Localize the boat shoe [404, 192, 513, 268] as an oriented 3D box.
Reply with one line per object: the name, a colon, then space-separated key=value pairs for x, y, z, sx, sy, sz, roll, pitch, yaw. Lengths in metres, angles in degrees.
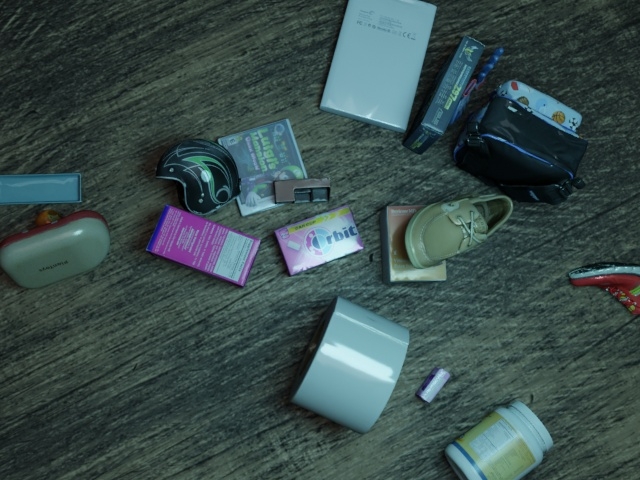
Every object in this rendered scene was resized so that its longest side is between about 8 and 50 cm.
boat shoe: x=0.302 y=-0.037 z=1.466 sx=0.341 sy=0.110 sz=0.122 roll=-30 pitch=106 yaw=-45

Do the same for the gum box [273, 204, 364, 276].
gum box: x=0.000 y=0.000 z=1.545 sx=0.188 sy=0.062 sz=0.107 roll=-20 pitch=86 yaw=-8

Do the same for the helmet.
helmet: x=-0.268 y=-0.144 z=1.488 sx=0.169 sy=0.169 sz=0.162 roll=-28 pitch=103 yaw=-8

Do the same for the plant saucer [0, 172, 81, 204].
plant saucer: x=-0.632 y=-0.114 z=1.520 sx=0.192 sy=0.018 sz=0.067 roll=-2 pitch=83 yaw=-7

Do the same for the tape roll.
tape roll: x=0.058 y=0.259 z=1.429 sx=0.169 sy=0.246 sz=0.246 roll=25 pitch=81 yaw=-1

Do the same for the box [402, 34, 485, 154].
box: x=0.278 y=-0.325 z=1.552 sx=0.059 sy=0.183 sz=0.233 roll=26 pitch=80 yaw=-2

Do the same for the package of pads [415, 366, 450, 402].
package of pads: x=0.253 y=0.325 z=1.537 sx=0.032 sy=0.050 sz=0.083 roll=39 pitch=80 yaw=0

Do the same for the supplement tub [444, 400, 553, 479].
supplement tub: x=0.389 y=0.458 z=1.486 sx=0.199 sy=0.144 sz=0.144 roll=-34 pitch=87 yaw=-9

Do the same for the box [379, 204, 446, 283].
box: x=0.208 y=0.011 z=1.551 sx=0.130 sy=0.091 sz=0.171 roll=-2 pitch=84 yaw=-6

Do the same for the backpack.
backpack: x=0.427 y=-0.215 z=1.515 sx=0.276 sy=0.263 sz=0.213 roll=30 pitch=75 yaw=-7

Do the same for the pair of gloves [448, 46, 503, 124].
pair of gloves: x=0.358 y=-0.354 z=1.576 sx=0.023 sy=0.159 sz=0.198 roll=35 pitch=79 yaw=7

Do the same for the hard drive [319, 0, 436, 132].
hard drive: x=0.139 y=-0.436 z=1.624 sx=0.210 sy=0.040 sz=0.319 roll=15 pitch=82 yaw=-3

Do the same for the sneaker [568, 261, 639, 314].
sneaker: x=0.720 y=0.113 z=1.586 sx=0.279 sy=0.107 sz=0.118 roll=4 pitch=92 yaw=-3

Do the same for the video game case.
video game case: x=-0.127 y=-0.169 z=1.574 sx=0.173 sy=0.022 sz=0.190 roll=-18 pitch=85 yaw=-8

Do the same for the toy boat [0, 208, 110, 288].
toy boat: x=-0.574 y=-0.005 z=1.467 sx=0.231 sy=0.151 sz=0.151 roll=-20 pitch=56 yaw=-8

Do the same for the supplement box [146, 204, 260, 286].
supplement box: x=-0.251 y=0.017 z=1.494 sx=0.220 sy=0.111 sz=0.114 roll=22 pitch=81 yaw=-3

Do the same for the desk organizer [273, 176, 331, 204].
desk organizer: x=-0.041 y=-0.112 z=1.543 sx=0.130 sy=0.047 sz=0.050 roll=-4 pitch=86 yaw=-6
